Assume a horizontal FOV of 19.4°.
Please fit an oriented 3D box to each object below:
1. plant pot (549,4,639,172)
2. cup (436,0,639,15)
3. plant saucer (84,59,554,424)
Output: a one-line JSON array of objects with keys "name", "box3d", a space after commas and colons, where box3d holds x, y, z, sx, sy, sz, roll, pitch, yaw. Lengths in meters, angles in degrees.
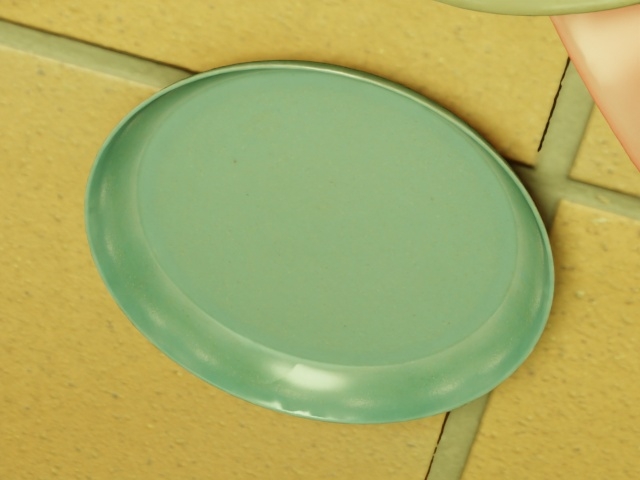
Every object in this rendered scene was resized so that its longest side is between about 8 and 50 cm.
[{"name": "plant pot", "box3d": [0.257, -0.152, 0.902, 0.243, 0.275, 0.275, -29, 119, 25]}, {"name": "cup", "box3d": [0.090, -0.227, 0.709, 0.331, 0.237, 0.331, -5, 160, -2]}, {"name": "plant saucer", "box3d": [0.000, 0.000, 1.250, 0.317, 0.043, 0.317, 8, 132, 9]}]
